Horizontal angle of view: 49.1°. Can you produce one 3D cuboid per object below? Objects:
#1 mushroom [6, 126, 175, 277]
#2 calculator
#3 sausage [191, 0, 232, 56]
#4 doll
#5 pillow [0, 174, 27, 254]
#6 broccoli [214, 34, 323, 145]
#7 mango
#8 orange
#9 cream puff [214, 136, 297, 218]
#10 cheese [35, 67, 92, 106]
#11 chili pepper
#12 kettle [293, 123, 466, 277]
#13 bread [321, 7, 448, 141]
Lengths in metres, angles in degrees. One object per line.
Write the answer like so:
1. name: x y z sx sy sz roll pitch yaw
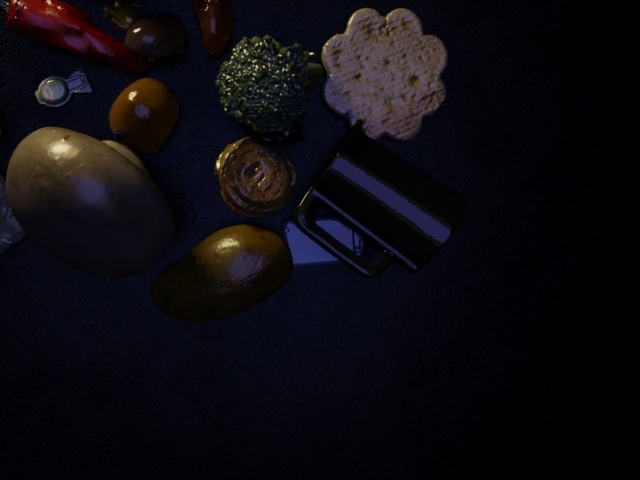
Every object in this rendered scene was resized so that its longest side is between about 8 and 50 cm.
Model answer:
1. mushroom: -0.457 -0.096 1.451 0.362 0.362 0.295 35 60 -7
2. calculator: 0.000 0.000 1.641 0.210 0.039 0.121 -5 93 -5
3. sausage: -0.239 -0.504 1.555 0.089 0.089 0.179 -9 93 -5
4. doll: -0.378 -0.465 1.541 0.145 0.096 0.188 -22 58 -38
5. pillow: -0.745 -0.083 1.558 0.148 0.050 0.230 -38 94 -6
6. broccoli: -0.091 -0.328 1.526 0.243 0.263 0.247 -31 100 -46
7. mango: -0.221 0.083 1.568 0.329 0.175 0.176 -30 52 -2
8. orange: -0.393 -0.281 1.551 0.160 0.112 0.170 -11 84 -4
9. cream puff: -0.151 -0.139 1.569 0.189 0.129 0.189 3 80 -16
10. cheese: -0.577 -0.339 1.564 0.120 0.026 0.067 -22 97 -4
11. chili pepper: -0.557 -0.459 1.520 0.387 0.110 0.110 22 92 -10
12. kettle: 0.127 -0.072 1.575 0.308 0.203 0.262 34 105 -5
13. bread: 0.146 -0.381 1.618 0.316 0.054 0.316 0 96 -5
